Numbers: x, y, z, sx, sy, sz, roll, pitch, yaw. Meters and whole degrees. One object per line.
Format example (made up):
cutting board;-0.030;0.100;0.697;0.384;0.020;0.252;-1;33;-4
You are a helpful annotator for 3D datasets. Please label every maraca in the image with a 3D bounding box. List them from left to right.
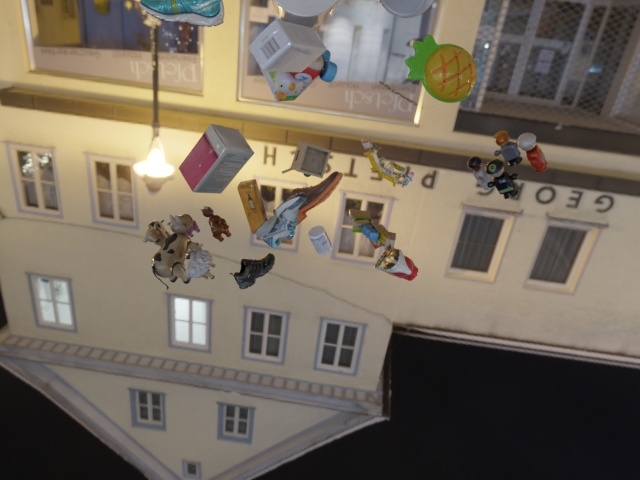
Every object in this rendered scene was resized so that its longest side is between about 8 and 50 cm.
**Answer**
maraca;0.285;-0.398;1.077;0.186;0.127;0.099;21;-172;-17

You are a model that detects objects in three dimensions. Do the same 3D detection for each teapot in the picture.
teapot;0.329;-0.962;1.685;0.253;0.256;0.187;-10;-140;54

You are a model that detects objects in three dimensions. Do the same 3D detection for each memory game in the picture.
memory game;0.313;-0.595;1.863;0.186;0.012;0.186;26;-158;-12

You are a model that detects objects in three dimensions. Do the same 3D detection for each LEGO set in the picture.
LEGO set;0.295;-0.357;2.056;0.287;0.132;0.107;43;-115;-1

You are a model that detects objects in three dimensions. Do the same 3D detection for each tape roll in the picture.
tape roll;-0.049;-0.819;1.464;0.246;0.246;0.169;5;-168;-5

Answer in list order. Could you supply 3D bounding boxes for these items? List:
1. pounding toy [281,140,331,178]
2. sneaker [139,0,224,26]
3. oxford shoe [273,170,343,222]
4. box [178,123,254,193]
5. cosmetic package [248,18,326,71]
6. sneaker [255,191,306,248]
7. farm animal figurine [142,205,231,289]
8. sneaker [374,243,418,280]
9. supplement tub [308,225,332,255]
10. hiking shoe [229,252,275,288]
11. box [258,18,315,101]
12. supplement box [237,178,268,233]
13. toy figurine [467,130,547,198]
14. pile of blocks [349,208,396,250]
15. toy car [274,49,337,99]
pounding toy;-0.056;-0.297;1.746;0.130;0.141;0.100;12;-167;-29
sneaker;-0.423;-0.731;1.416;0.276;0.109;0.107;10;-146;9
oxford shoe;-0.057;-0.203;2.066;0.132;0.364;0.130;50;-176;6
box;-0.384;-0.294;1.694;0.149;0.232;0.126;-5;-124;-57
cosmetic package;-0.088;-0.553;1.326;0.117;0.085;0.231;-31;-176;30
sneaker;-0.130;-0.077;1.824;0.122;0.283;0.110;46;-147;0
farm animal figurine;-0.496;0.001;1.586;0.331;0.172;0.326;-13;-133;23
sneaker;0.267;0.090;1.601;0.118;0.107;0.279;35;-175;-5
supplement tub;0.000;0.000;1.830;0.071;0.107;0.071;-15;-138;14
hiking shoe;-0.302;0.116;2.094;0.086;0.114;0.227;-2;-144;52
box;-0.148;-0.791;2.037;0.127;0.261;0.231;-21;174;-45
supplement box;-0.290;-0.148;2.016;0.078;0.233;0.080;-8;-150;9
toy figurine;0.624;-0.267;1.562;0.148;0.213;0.209;47;-176;-24
pile of blocks;0.237;-0.032;2.253;0.149;0.112;0.362;-6;-150;-24
toy car;-0.098;-0.610;1.705;0.219;0.238;0.210;12;-139;-29
